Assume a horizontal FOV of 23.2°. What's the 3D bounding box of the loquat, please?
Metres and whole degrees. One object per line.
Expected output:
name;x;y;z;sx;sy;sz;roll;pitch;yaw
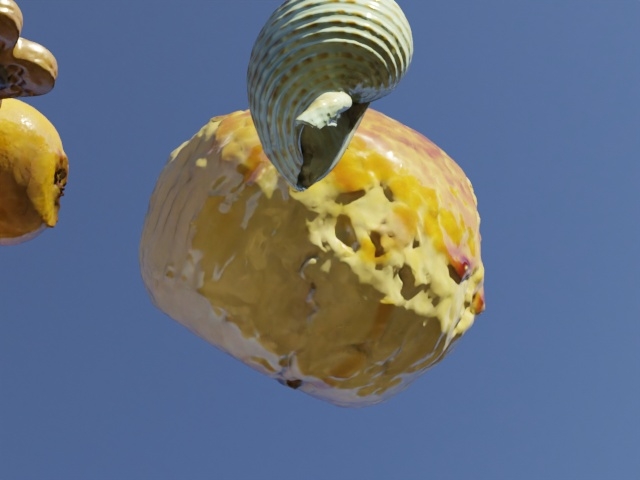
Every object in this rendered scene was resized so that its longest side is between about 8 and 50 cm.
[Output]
loquat;-0.306;-0.064;1.469;0.141;0.141;0.141;-13;-63;-27

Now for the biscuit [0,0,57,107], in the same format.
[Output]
biscuit;-0.344;-0.153;1.326;0.180;0.236;0.039;55;-143;-53

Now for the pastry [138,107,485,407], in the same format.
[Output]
pastry;0.000;0.000;1.699;0.388;0.388;0.312;30;-95;-37

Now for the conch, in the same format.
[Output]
conch;-0.002;-0.113;1.103;0.153;0.102;0.135;-41;-29;-36
